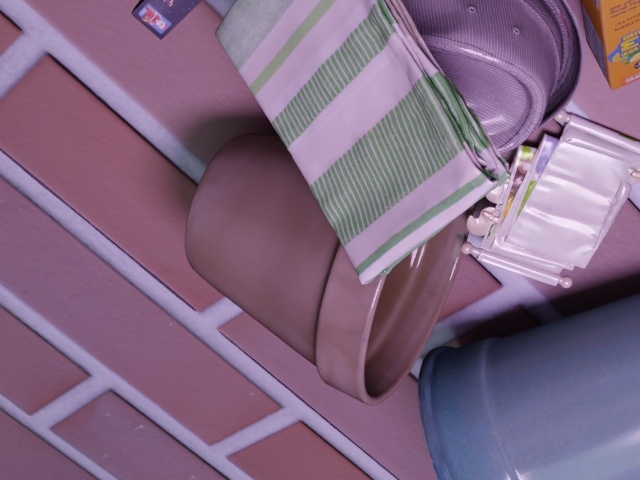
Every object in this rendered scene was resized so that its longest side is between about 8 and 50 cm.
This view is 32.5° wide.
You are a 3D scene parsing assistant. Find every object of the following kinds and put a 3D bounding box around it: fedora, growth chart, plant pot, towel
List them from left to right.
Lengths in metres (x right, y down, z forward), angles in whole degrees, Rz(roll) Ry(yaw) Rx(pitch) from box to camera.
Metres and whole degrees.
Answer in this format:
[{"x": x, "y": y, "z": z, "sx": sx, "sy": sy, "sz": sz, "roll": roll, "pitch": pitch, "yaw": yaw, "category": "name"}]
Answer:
[{"x": 0.000, "y": 0.000, "z": 1.336, "sx": 0.280, "sy": 0.323, "sz": 0.323, "roll": 21, "pitch": 134, "yaw": 19, "category": "plant pot"}, {"x": 0.025, "y": -0.140, "z": 1.080, "sx": 0.325, "sy": 0.038, "sz": 0.248, "roll": 59, "pitch": 141, "yaw": 9, "category": "towel"}, {"x": 0.129, "y": -0.179, "z": 1.116, "sx": 0.275, "sy": 0.124, "sz": 0.244, "roll": 29, "pitch": 132, "yaw": -9, "category": "fedora"}, {"x": 0.289, "y": -0.047, "z": 1.344, "sx": 0.172, "sy": 0.021, "sz": 0.237, "roll": 27, "pitch": 118, "yaw": -5, "category": "growth chart"}, {"x": 0.356, "y": 0.232, "z": 1.415, "sx": 0.334, "sy": 0.341, "sz": 0.341, "roll": -28, "pitch": 118, "yaw": 23, "category": "plant pot"}]

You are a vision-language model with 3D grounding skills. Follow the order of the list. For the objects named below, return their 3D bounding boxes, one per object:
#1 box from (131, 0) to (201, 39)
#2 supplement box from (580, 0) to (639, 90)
[{"x": -0.091, "y": -0.328, "z": 1.149, "sx": 0.044, "sy": 0.159, "sz": 0.233, "roll": 41, "pitch": 128, "yaw": -19, "category": "box"}, {"x": 0.303, "y": -0.239, "z": 1.088, "sx": 0.078, "sy": 0.080, "sz": 0.233, "roll": -24, "pitch": 159, "yaw": 10, "category": "supplement box"}]
